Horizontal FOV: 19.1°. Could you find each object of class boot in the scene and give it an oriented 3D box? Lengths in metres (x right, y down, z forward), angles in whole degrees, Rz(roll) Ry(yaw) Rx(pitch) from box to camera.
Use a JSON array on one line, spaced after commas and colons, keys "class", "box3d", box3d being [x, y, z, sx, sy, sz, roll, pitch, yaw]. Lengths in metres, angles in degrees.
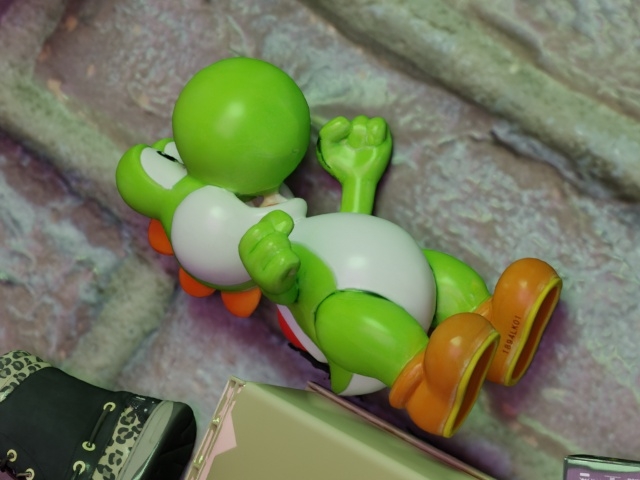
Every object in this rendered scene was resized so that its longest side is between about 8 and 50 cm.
[{"class": "boot", "box3d": [-0.229, 0.203, 1.533, 0.178, 0.085, 0.236, 21, 59, 23]}]

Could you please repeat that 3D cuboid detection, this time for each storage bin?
[{"class": "storage bin", "box3d": [0.011, 0.269, 1.425, 0.262, 0.123, 0.260, 25, 94, 33]}]

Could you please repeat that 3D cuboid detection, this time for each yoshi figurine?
[{"class": "yoshi figurine", "box3d": [0.002, -0.020, 1.463, 0.362, 0.203, 0.203, 30, 79, 22]}]

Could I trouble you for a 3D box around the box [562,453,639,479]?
[{"class": "box", "box3d": [0.287, 0.259, 1.394, 0.231, 0.056, 0.183, 4, 87, 20]}]
